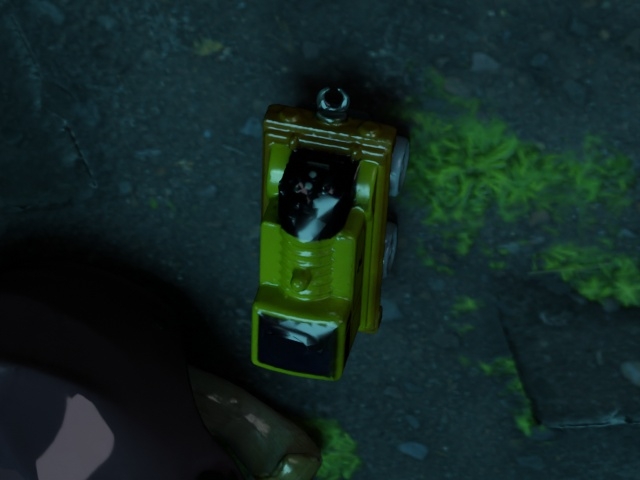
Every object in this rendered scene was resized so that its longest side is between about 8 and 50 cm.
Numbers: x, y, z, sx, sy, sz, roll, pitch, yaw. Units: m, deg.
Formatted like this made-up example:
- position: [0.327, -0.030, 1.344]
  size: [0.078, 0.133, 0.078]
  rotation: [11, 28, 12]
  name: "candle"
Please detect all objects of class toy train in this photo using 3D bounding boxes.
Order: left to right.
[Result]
- position: [0.000, 0.000, 1.312]
  size: [0.089, 0.127, 0.219]
  rotation: [11, 133, 8]
  name: "toy train"

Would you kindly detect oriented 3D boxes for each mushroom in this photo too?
- position: [-0.090, 0.126, 1.505]
  size: [0.202, 0.054, 0.059]
  rotation: [35, 125, -4]
  name: "mushroom"

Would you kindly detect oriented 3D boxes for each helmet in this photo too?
- position: [-0.208, 0.185, 1.423]
  size: [0.271, 0.197, 0.338]
  rotation: [-11, 92, 34]
  name: "helmet"
